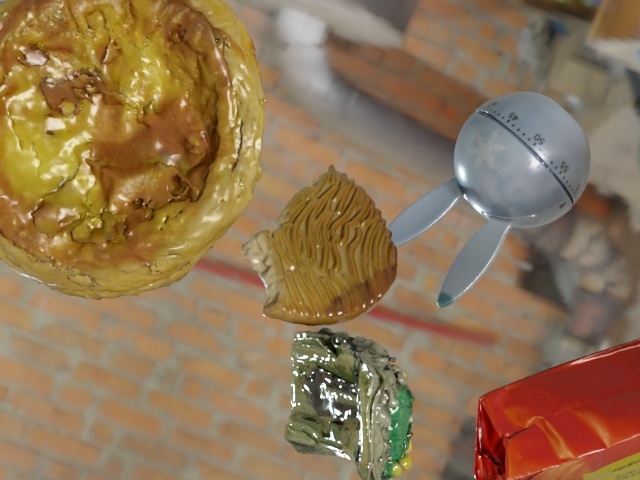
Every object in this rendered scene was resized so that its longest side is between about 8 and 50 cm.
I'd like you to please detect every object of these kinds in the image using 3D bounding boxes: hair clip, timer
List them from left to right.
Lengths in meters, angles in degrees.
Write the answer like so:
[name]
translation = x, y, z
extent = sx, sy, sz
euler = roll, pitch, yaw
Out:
[hair clip]
translation = 0.041, 0.154, 1.590
extent = 0.091, 0.138, 0.321
euler = 2, -178, -15
[timer]
translation = 0.208, -0.052, 1.949
extent = 0.175, 0.255, 0.175
euler = 28, -163, -9

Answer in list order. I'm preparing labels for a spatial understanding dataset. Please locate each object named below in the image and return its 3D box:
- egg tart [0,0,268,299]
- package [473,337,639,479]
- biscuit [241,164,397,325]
[egg tart]
translation = -0.175, -0.094, 1.418
extent = 0.290, 0.290, 0.115
euler = 22, -176, 8
[package]
translation = 0.365, 0.203, 1.869
extent = 0.196, 0.423, 0.123
euler = 65, -174, -58
[biscuit]
translation = 0.000, -0.001, 1.747
extent = 0.176, 0.031, 0.228
euler = 12, -135, -23
